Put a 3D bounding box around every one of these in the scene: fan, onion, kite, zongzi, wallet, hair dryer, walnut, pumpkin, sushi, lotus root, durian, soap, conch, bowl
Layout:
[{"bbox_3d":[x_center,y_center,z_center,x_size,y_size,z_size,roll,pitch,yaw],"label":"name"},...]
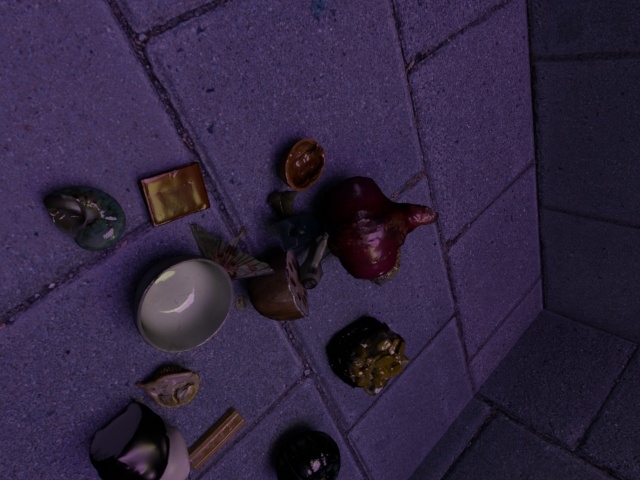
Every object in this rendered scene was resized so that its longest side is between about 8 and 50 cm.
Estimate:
[{"bbox_3d":[-0.285,0.222,1.616,0.080,0.003,0.060,-49,131,-16],"label":"fan"},{"bbox_3d":[0.227,-0.066,1.644,0.398,0.419,0.399,-14,90,-70],"label":"onion"},{"bbox_3d":[-0.303,0.051,1.447,0.322,0.013,0.268,29,122,-8],"label":"kite"},{"bbox_3d":[-0.099,-0.116,1.573,0.154,0.130,0.062,54,39,-39],"label":"zongzi"},{"bbox_3d":[-0.442,-0.143,1.330,0.195,0.042,0.161,-28,126,-33],"label":"wallet"},{"bbox_3d":[-0.017,0.045,1.628,0.088,0.219,0.225,15,108,-8],"label":"hair dryer"},{"bbox_3d":[-0.079,-0.271,1.557,0.211,0.087,0.167,-47,130,-31],"label":"walnut"},{"bbox_3d":[-0.062,0.976,1.931,0.315,0.238,0.315,-20,134,-23],"label":"pumpkin"},{"bbox_3d":[0.239,0.548,1.994,0.327,0.285,0.329,-24,121,-33],"label":"sushi"},{"bbox_3d":[0.260,0.067,1.937,0.184,0.139,0.275,-10,109,-41],"label":"sushi"},{"bbox_3d":[-0.151,0.174,1.572,0.191,0.272,0.272,-23,125,4],"label":"lotus root"},{"bbox_3d":[-0.510,0.488,1.467,0.208,0.102,0.147,6,100,-18],"label":"durian"},{"bbox_3d":[-0.408,0.765,1.685,0.252,0.037,0.092,-42,127,-22],"label":"soap"},{"bbox_3d":[-0.612,-0.056,1.160,0.175,0.122,0.188,-13,113,-14],"label":"conch"},{"bbox_3d":[-0.439,0.180,1.362,0.307,0.163,0.308,-16,115,-37],"label":"bowl"}]

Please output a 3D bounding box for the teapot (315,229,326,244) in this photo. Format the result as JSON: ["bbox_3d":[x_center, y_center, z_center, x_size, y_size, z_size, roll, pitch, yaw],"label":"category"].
[{"bbox_3d":[0.000,0.000,1.753,0.067,0.057,0.083,-50,144,-55],"label":"teapot"}]

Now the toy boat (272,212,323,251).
[{"bbox_3d":[-0.071,-0.037,1.603,0.114,0.122,0.296,67,25,1],"label":"toy boat"}]

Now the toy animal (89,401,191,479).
[{"bbox_3d":[-0.565,0.708,1.408,0.251,0.250,0.310,-42,121,-21],"label":"toy animal"}]
